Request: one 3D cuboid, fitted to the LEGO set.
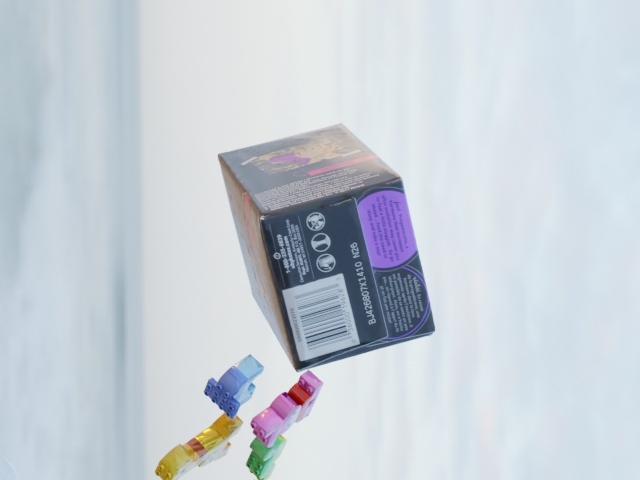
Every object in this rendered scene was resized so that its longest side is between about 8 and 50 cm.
[{"bbox_3d":[-0.089,0.190,1.779,0.087,0.093,0.227,42,-43,18],"label":"LEGO set"}]

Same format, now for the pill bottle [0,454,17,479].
[{"bbox_3d":[-0.353,0.264,1.745,0.187,0.112,0.112,-59,170,-26],"label":"pill bottle"}]

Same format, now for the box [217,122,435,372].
[{"bbox_3d":[0.000,0.000,1.944,0.270,0.143,0.165,-128,-156,-72],"label":"box"}]
